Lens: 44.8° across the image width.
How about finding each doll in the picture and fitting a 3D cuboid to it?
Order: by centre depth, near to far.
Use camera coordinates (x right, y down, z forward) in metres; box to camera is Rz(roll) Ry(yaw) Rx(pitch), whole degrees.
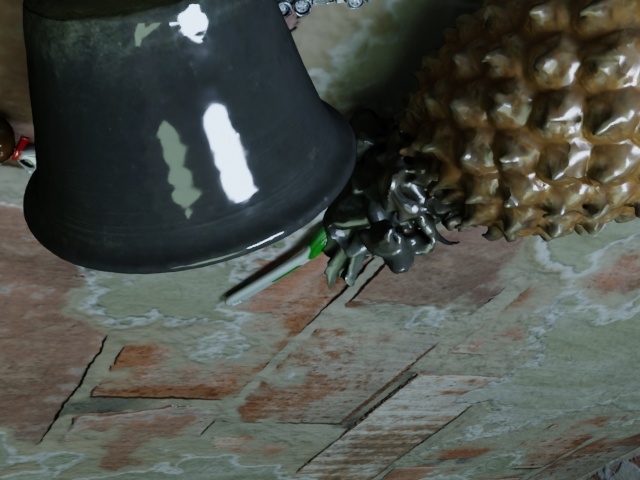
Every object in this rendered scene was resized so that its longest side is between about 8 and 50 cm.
[{"bbox_3d":[-0.244,-0.071,0.626,0.085,0.040,0.058,8,153,-24],"label":"doll"}]

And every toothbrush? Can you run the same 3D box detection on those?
[{"bbox_3d":[-0.001,-0.002,0.841,0.304,0.030,0.030,-34,143,30],"label":"toothbrush"}]

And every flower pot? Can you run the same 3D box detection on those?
[{"bbox_3d":[-0.099,-0.104,0.503,0.235,0.235,0.148,-13,128,-4],"label":"flower pot"}]

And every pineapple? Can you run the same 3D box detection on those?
[{"bbox_3d":[0.126,-0.075,0.638,0.357,0.223,0.223,-27,146,32],"label":"pineapple"}]

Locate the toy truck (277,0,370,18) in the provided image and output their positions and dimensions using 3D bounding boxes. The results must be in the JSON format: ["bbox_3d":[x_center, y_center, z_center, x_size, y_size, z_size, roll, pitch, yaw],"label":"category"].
[{"bbox_3d":[-0.007,-0.187,0.551,0.083,0.039,0.044,-9,133,-7],"label":"toy truck"}]
